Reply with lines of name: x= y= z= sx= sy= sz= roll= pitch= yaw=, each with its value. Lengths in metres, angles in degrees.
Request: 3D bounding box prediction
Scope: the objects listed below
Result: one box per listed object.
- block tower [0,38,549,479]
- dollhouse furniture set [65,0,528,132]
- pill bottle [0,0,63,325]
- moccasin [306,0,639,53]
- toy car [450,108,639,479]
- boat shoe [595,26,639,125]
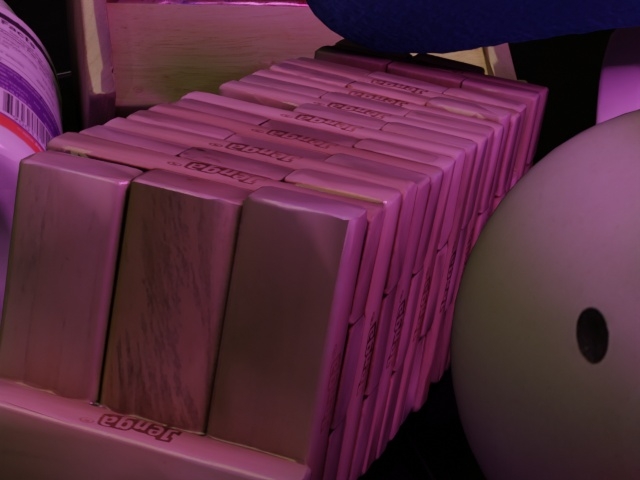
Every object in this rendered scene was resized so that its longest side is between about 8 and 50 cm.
block tower: x=0.000 y=0.000 z=0.614 sx=0.091 sy=0.097 sz=0.335 roll=13 pitch=16 yaw=12
dollhouse furniture set: x=0.021 y=-0.097 z=0.948 sx=0.303 sy=0.174 sz=0.355 roll=0 pitch=57 yaw=-13
pill bottle: x=-0.163 y=-0.042 z=0.814 sx=0.108 sy=0.108 sz=0.193 roll=-9 pitch=29 yaw=-4
moccasin: x=0.156 y=-0.157 z=0.714 sx=0.342 sy=0.137 sz=0.116 roll=-3 pitch=56 yaw=-4
toy car: x=0.088 y=0.059 z=0.416 sx=0.219 sy=0.238 sz=0.210 roll=-5 pitch=14 yaw=2
boat shoe: x=0.178 y=-0.089 z=0.833 sx=0.091 sy=0.114 sz=0.302 roll=2 pitch=43 yaw=14
